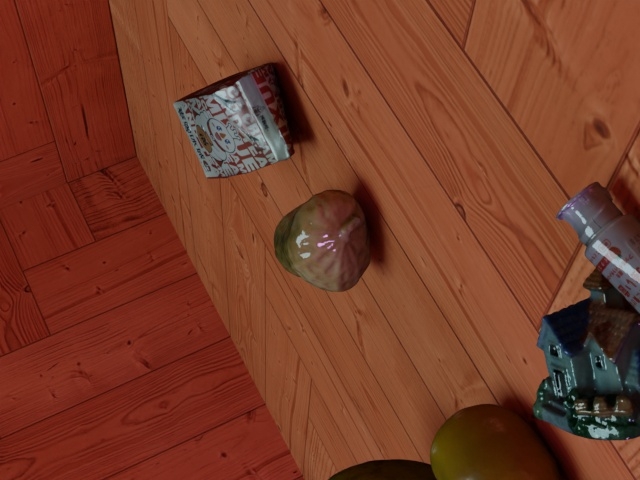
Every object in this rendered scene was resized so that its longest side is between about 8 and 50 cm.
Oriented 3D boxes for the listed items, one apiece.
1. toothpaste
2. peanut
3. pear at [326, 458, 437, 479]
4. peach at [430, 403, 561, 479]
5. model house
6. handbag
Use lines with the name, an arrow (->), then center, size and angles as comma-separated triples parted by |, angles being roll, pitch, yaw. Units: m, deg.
toothpaste -> 0.309, 0.048, 1.009 | 0.234, 0.057, 0.089 | 50, 161, 17
peanut -> 0.003, 0.009, 1.814 | 0.291, 0.143, 0.159 | 156, 101, -77
pear -> 0.133, 0.509, 1.753 | 0.413, 0.352, 0.352 | 31, 141, 64
peach -> 0.241, 0.338, 1.494 | 0.251, 0.153, 0.251 | -19, -90, -89
model house -> 0.275, 0.104, 1.098 | 0.148, 0.119, 0.149 | -168, 64, -72
handbag -> -0.128, -0.208, 1.969 | 0.298, 0.151, 0.171 | 6, 122, 65
